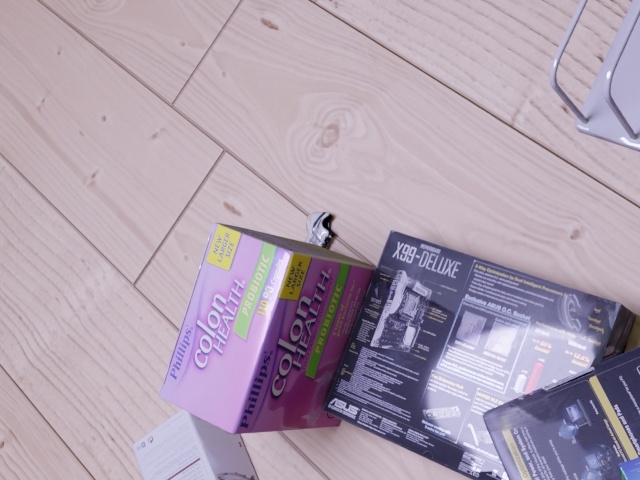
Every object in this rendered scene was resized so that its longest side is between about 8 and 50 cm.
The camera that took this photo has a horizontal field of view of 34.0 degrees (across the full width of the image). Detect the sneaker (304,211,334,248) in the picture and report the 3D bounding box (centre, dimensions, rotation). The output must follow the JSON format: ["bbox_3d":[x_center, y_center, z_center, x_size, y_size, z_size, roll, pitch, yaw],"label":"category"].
[{"bbox_3d":[0.000,0.000,1.402,0.036,0.032,0.083,-8,73,29],"label":"sneaker"}]

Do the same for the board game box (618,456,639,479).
[{"bbox_3d":[0.382,0.230,0.911,0.201,0.035,0.136,-20,54,8],"label":"board game box"}]

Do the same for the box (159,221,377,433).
[{"bbox_3d":[-0.048,0.109,1.261,0.117,0.243,0.214,20,93,31],"label":"box"}]

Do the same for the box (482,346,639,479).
[{"bbox_3d":[0.370,0.280,0.966,0.318,0.097,0.395,-24,54,3],"label":"box"}]

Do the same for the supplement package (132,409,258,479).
[{"bbox_3d":[-0.150,0.323,1.359,0.105,0.105,0.179,-36,62,18],"label":"supplement package"}]

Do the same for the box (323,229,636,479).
[{"bbox_3d":[0.179,0.146,1.229,0.307,0.076,0.243,18,86,33],"label":"box"}]

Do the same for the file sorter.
[{"bbox_3d":[0.416,-0.190,1.125,0.277,0.173,0.193,25,90,34],"label":"file sorter"}]
